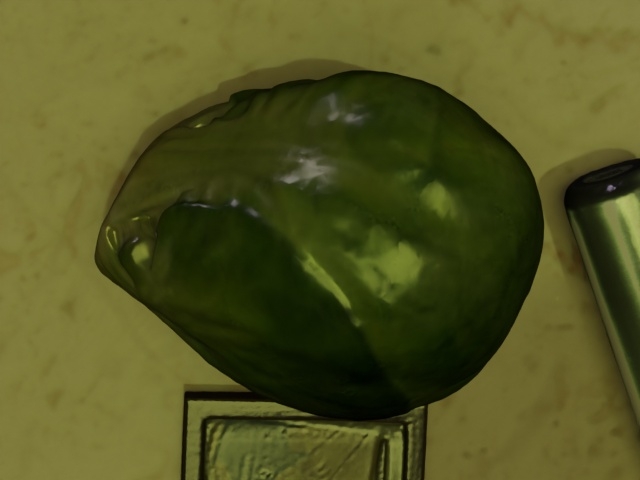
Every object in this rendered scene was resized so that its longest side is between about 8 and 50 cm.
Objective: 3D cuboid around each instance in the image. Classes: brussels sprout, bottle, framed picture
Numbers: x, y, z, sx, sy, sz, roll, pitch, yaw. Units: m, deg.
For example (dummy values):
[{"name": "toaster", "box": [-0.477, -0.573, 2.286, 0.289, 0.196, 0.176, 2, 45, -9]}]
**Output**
[{"name": "brussels sprout", "box": [0.000, 0.000, 1.028, 0.271, 0.219, 0.210, 14, 79, 12]}, {"name": "bottle", "box": [0.244, 0.067, 1.129, 0.096, 0.079, 0.253, -27, 101, -41]}, {"name": "framed picture", "box": [-0.012, 0.170, 1.140, 0.169, 0.023, 0.127, 2, 98, -6]}]
